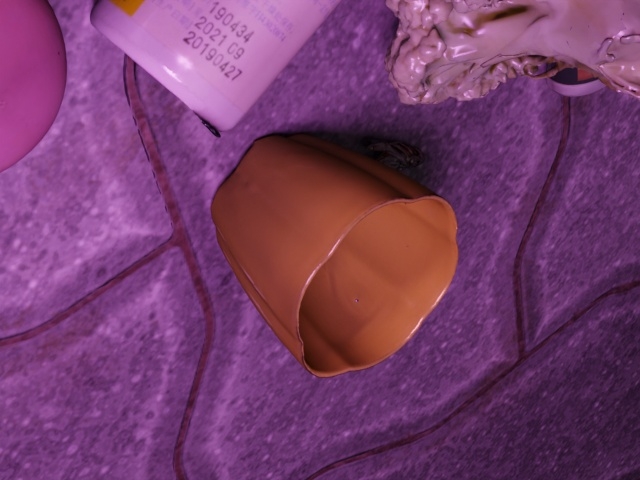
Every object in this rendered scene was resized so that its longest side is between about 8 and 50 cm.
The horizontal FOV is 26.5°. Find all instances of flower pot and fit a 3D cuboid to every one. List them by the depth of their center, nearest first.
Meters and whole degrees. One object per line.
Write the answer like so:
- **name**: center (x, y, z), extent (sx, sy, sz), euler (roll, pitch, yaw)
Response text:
- **flower pot**: center (0.000, 0.000, 1.246), extent (0.195, 0.179, 0.195), euler (-27, 136, -28)

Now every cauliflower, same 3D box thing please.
- **cauliflower**: center (0.182, -0.240, 1.152), extent (0.260, 0.281, 0.327), euler (21, 104, -23)

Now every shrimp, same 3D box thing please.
- **shrimp**: center (0.067, -0.082, 1.374), extent (0.092, 0.029, 0.038), euler (10, 123, -44)

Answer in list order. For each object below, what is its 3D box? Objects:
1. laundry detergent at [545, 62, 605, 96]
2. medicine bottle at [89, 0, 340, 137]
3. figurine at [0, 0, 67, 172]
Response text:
- **laundry detergent**: center (0.274, -0.257, 1.396), extent (0.099, 0.070, 0.226), euler (-27, 138, -15)
- **medicine bottle**: center (-0.044, -0.220, 1.036), extent (0.258, 0.143, 0.143), euler (-49, 144, 0)
- **figurine**: center (-0.251, -0.113, 0.902), extent (0.173, 0.173, 0.173), euler (-27, 138, -27)
